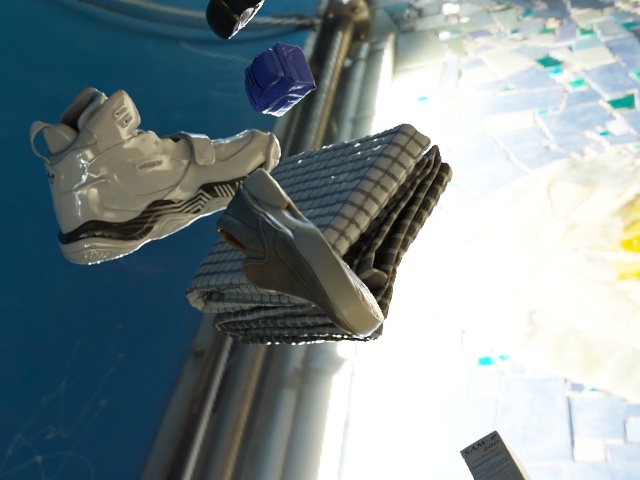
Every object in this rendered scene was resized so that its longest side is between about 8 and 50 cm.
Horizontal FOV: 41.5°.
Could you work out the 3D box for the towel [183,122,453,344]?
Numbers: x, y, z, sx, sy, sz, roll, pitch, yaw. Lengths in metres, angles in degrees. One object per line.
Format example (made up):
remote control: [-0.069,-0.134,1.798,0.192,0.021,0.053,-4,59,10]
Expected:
towel: [0.000,0.000,0.938,0.121,0.283,0.235,47,-120,-22]

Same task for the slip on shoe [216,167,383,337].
slip on shoe: [-0.015,0.010,0.402,0.051,0.041,0.135,50,180,-40]

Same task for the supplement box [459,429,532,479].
supplement box: [0.149,0.201,0.637,0.062,0.036,0.098,51,-171,-41]

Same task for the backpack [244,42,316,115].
backpack: [-0.087,-0.289,1.527,0.101,0.120,0.098,4,-120,-39]

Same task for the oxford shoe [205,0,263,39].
oxford shoe: [-0.105,-0.377,1.239,0.076,0.212,0.076,-43,-83,-27]

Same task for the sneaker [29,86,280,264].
sneaker: [-0.225,-0.130,1.192,0.366,0.137,0.210,-30,-63,-28]
